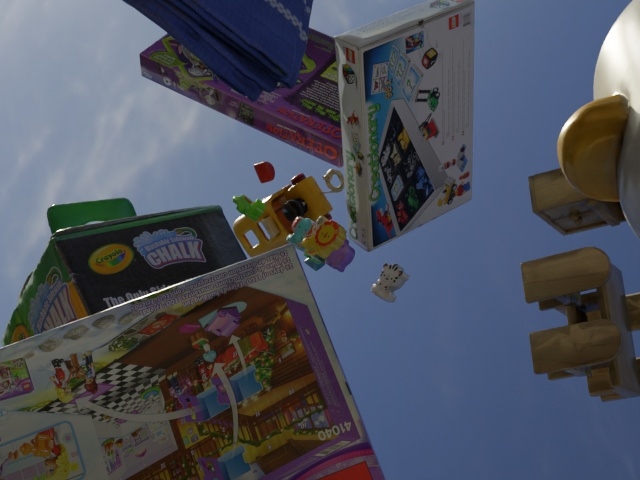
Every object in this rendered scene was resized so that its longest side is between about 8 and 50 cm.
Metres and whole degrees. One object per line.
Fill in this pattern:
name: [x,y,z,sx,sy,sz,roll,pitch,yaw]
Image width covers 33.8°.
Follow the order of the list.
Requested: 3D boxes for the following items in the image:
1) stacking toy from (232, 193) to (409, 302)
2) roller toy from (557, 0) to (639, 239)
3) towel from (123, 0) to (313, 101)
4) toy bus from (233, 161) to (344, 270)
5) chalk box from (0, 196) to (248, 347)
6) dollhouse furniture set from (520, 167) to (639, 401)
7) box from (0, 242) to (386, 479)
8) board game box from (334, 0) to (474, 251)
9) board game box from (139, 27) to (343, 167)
stacking toy: [0.000,0.000,1.433,0.221,0.167,0.052,27,-96,47]
roller toy: [0.273,-0.075,0.656,0.191,0.209,0.146,-48,-155,37]
towel: [-0.083,-0.273,0.620,0.040,0.243,0.336,-18,-127,38]
toy bus: [-0.065,-0.040,1.869,0.191,0.104,0.202,21,-54,29]
chalk box: [-0.160,0.091,0.945,0.289,0.180,0.179,60,-43,22]
dollhouse furniture set: [0.326,0.037,1.110,0.161,0.212,0.242,-15,-113,29]
box: [-0.118,0.146,0.672,0.293,0.057,0.201,-19,-111,-6]
board game box: [0.117,-0.152,1.384,0.193,0.305,0.053,-26,-139,-27]
board game box: [-0.062,-0.242,1.527,0.347,0.056,0.208,27,-134,20]
